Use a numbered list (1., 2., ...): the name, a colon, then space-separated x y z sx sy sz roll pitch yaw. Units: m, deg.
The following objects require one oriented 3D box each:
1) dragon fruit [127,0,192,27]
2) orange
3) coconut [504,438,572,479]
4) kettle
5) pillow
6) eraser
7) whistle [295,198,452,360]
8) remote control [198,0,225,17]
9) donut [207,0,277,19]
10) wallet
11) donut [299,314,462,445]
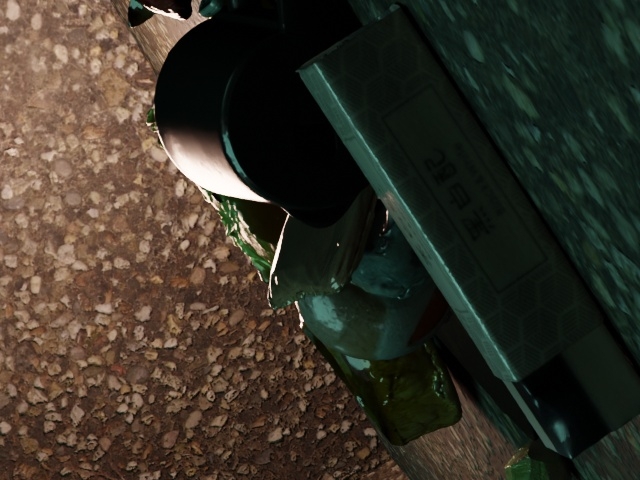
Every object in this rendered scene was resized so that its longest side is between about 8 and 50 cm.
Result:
1. dragon fruit: -0.215 -0.367 1.971 0.282 0.100 0.343 64 -172 -65
2. orange: -0.087 -0.087 2.386 0.334 0.196 0.262 57 -170 34
3. coconut: 0.264 0.285 2.131 0.081 0.083 0.082 57 -145 -4
4. kettle: -0.034 -0.161 1.801 0.203 0.262 0.308 21 180 -16
5. pillow: -0.001 0.003 1.829 0.034 0.135 0.211 24 166 -20
6. eraser: 0.131 -0.006 1.515 0.404 0.098 0.096 56 174 -4
7. whistle: 0.078 0.022 1.888 0.189 0.189 0.348 55 158 13
8. remote control: -0.093 -0.282 1.753 0.018 0.124 0.053 20 169 -20
9. donut: -0.063 -0.215 2.075 0.190 0.075 0.174 58 177 26
10. wallet: 0.165 0.095 2.060 0.309 0.042 0.165 51 170 34
11. donut: 0.074 0.149 2.527 0.330 0.160 0.330 63 176 8
